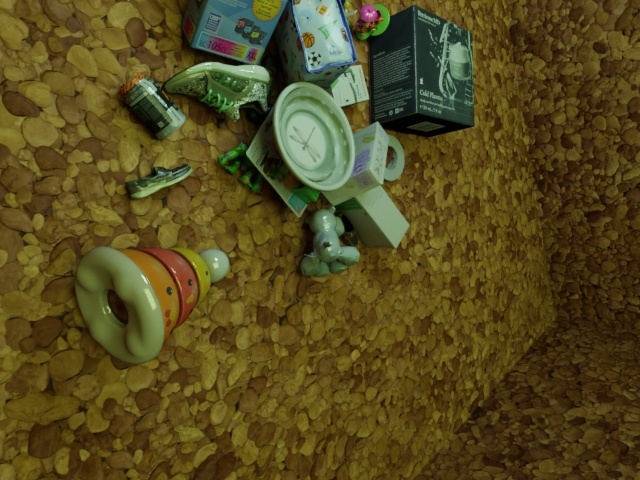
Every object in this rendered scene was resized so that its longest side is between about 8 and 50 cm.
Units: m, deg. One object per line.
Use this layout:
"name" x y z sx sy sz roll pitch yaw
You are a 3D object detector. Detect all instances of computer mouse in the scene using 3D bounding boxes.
"computer mouse" -0.141 -0.503 1.784 0.242 0.041 0.071 -21 110 -51

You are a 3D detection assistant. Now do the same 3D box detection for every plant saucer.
"plant saucer" -0.038 -0.366 1.648 0.400 0.100 0.401 11 74 -43

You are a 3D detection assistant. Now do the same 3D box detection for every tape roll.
"tape roll" 0.307 -0.393 2.175 0.219 0.072 0.220 0 90 -41

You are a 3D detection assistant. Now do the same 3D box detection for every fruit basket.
"fruit basket" -0.105 -0.319 1.720 0.353 0.165 0.327 55 46 -42

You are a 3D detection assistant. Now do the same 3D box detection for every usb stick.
"usb stick" -0.219 -0.579 1.743 0.077 0.045 0.278 24 75 -39

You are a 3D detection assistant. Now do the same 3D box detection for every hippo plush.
"hippo plush" 0.000 0.000 1.867 0.294 0.234 0.237 26 42 -52

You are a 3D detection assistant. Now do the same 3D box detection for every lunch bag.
"lunch bag" -0.043 -0.779 1.682 0.238 0.327 0.386 -20 95 -17

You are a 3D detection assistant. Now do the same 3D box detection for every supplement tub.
"supplement tub" -0.531 -0.425 1.432 0.190 0.116 0.117 51 60 -29

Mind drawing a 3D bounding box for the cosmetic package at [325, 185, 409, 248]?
"cosmetic package" 0.210 -0.135 2.014 0.366 0.196 0.155 48 62 -28

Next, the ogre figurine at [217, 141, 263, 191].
"ogre figurine" -0.276 -0.278 1.671 0.197 0.097 0.118 35 85 -17

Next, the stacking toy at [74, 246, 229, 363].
"stacking toy" -0.464 0.124 1.418 0.479 0.350 0.351 -31 111 -53

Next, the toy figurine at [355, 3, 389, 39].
"toy figurine" 0.202 -0.971 1.990 0.130 0.173 0.159 59 27 2

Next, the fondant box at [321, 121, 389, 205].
"fondant box" 0.146 -0.318 1.858 0.096 0.238 0.331 46 38 -31

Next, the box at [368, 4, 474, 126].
"box" 0.493 -0.784 2.192 0.479 0.297 0.473 -3 90 -40

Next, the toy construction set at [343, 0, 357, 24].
"toy construction set" 0.053 -1.000 1.877 0.308 0.257 0.238 -29 123 -22

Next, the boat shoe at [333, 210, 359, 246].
"boat shoe" 0.119 -0.045 2.014 0.207 0.073 0.073 51 58 -32

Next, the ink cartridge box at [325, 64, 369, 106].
"ink cartridge box" 0.097 -0.668 1.981 0.219 0.092 0.161 -27 108 -37

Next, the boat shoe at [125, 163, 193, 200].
"boat shoe" -0.520 -0.205 1.467 0.223 0.080 0.074 -35 117 -30

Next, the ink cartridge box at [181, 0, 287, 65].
"ink cartridge box" -0.261 -0.811 1.484 0.269 0.396 0.151 -1 49 -40

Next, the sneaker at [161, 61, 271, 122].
"sneaker" -0.334 -0.501 1.559 0.410 0.158 0.182 -15 95 -35
